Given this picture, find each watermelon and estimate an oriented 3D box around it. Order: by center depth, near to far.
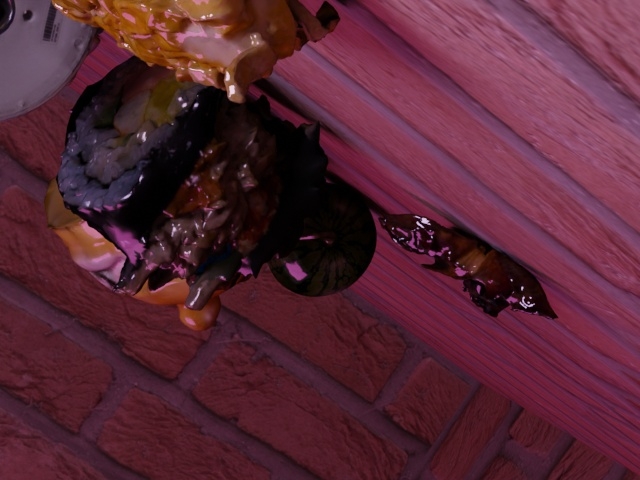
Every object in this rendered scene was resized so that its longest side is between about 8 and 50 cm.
[{"bbox_3d":[0.000,0.000,2.101,0.140,0.141,0.187,35,177,-8],"label":"watermelon"}]

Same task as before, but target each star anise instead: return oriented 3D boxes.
[{"bbox_3d":[0.153,0.028,1.776,0.212,0.053,0.157,32,175,14],"label":"star anise"}]

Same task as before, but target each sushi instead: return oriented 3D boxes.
[{"bbox_3d":[-0.121,-0.063,1.698,0.218,0.238,0.225,32,-166,-29],"label":"sushi"}]

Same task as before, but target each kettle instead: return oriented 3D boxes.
[{"bbox_3d":[-0.341,-0.261,1.629,0.318,0.265,0.205,30,143,48],"label":"kettle"}]

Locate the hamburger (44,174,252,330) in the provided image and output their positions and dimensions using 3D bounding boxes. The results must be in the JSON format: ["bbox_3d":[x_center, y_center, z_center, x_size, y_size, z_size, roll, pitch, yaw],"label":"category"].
[{"bbox_3d":[-0.154,-0.040,1.987,0.237,0.276,0.276,45,173,-24],"label":"hamburger"}]

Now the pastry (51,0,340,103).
[{"bbox_3d":[-0.088,-0.155,1.080,0.250,0.102,0.154,31,174,45],"label":"pastry"}]

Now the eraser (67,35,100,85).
[{"bbox_3d":[-0.447,-0.325,2.328,0.274,0.092,0.210,35,177,-41],"label":"eraser"}]
